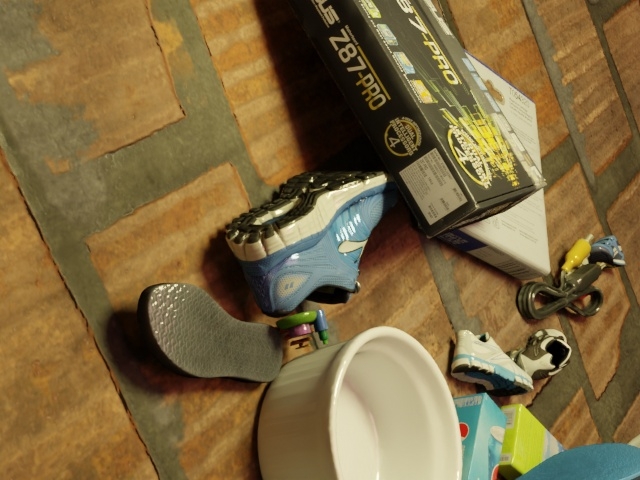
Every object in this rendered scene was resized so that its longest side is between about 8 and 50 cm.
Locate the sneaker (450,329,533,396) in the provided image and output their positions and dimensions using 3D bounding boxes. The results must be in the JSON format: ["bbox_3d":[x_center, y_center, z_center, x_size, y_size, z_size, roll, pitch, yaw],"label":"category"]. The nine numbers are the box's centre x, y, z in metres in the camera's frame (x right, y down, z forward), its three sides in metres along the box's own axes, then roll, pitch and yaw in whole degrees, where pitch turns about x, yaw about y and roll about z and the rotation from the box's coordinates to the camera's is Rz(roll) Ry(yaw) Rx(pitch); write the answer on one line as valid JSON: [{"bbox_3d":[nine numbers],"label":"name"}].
[{"bbox_3d":[0.271,0.188,1.826,0.190,0.071,0.083,31,49,-44],"label":"sneaker"}]

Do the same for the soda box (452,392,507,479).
[{"bbox_3d":[0.211,0.328,1.693,0.071,0.067,0.210,48,45,-32],"label":"soda box"}]

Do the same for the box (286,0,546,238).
[{"bbox_3d":[0.140,-0.206,1.646,0.395,0.097,0.318,60,25,8],"label":"box"}]

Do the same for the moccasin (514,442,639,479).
[{"bbox_3d":[0.366,0.408,1.795,0.341,0.137,0.117,-14,111,-24],"label":"moccasin"}]

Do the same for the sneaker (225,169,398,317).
[{"bbox_3d":[0.000,0.000,1.506,0.330,0.129,0.147,-34,120,-49],"label":"sneaker"}]

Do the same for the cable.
[{"bbox_3d":[0.428,0.095,2.102,0.287,0.072,0.140,-25,115,-42],"label":"cable"}]

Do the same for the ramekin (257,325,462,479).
[{"bbox_3d":[0.047,0.253,1.443,0.277,0.135,0.277,22,62,-47],"label":"ramekin"}]

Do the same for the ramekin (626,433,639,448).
[{"bbox_3d":[0.627,0.419,2.110,0.109,0.207,0.207,56,39,-11],"label":"ramekin"}]

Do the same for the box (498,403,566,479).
[{"bbox_3d":[0.341,0.351,1.879,0.178,0.042,0.109,44,47,-37],"label":"box"}]

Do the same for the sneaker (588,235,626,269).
[{"bbox_3d":[0.548,0.019,2.270,0.144,0.053,0.059,20,63,-58],"label":"sneaker"}]

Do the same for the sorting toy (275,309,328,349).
[{"bbox_3d":[-0.020,0.113,1.433,0.102,0.061,0.042,91,-16,-82],"label":"sorting toy"}]

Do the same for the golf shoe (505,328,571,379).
[{"bbox_3d":[0.387,0.192,1.956,0.198,0.093,0.077,-24,96,-55],"label":"golf shoe"}]

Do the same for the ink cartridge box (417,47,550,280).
[{"bbox_3d":[0.263,-0.131,1.927,0.324,0.071,0.330,24,56,-46],"label":"ink cartridge box"}]

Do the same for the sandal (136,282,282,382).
[{"bbox_3d":[-0.131,0.117,1.334,0.254,0.054,0.097,34,59,-54],"label":"sandal"}]
